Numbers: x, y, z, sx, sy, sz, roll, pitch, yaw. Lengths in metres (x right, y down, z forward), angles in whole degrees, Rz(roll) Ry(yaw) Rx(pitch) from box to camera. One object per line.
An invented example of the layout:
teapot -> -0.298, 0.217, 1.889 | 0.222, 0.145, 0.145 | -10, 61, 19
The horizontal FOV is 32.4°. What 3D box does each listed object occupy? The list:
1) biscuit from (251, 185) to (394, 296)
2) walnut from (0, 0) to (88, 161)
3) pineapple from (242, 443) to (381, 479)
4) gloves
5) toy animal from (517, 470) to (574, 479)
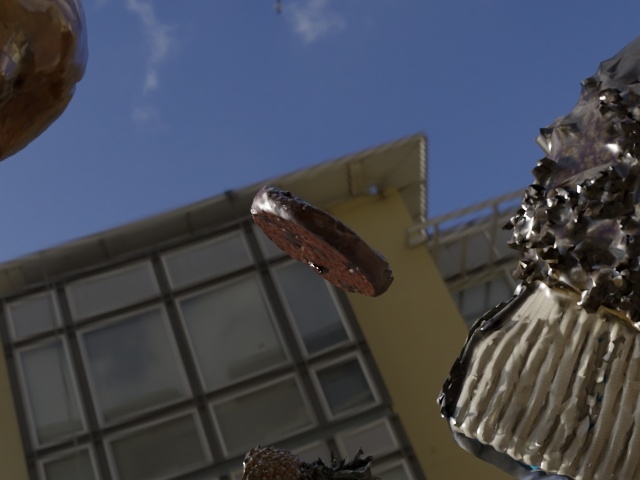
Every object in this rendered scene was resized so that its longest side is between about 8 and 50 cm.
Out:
biscuit -> 0.000, 0.000, 1.253 | 0.049, 0.192, 0.192 | -57, -33, -14
walnut -> -0.277, -0.152, 0.854 | 0.209, 0.336, 0.209 | -10, -68, -24
pineapple -> -0.006, 0.214, 0.988 | 0.124, 0.058, 0.058 | 1, -33, 12
gloves -> 0.192, -0.012, 0.525 | 0.135, 0.210, 0.312 | 24, -94, -35
toy animal -> 0.017, 0.206, 0.428 | 0.081, 0.206, 0.367 | 19, -73, 3
